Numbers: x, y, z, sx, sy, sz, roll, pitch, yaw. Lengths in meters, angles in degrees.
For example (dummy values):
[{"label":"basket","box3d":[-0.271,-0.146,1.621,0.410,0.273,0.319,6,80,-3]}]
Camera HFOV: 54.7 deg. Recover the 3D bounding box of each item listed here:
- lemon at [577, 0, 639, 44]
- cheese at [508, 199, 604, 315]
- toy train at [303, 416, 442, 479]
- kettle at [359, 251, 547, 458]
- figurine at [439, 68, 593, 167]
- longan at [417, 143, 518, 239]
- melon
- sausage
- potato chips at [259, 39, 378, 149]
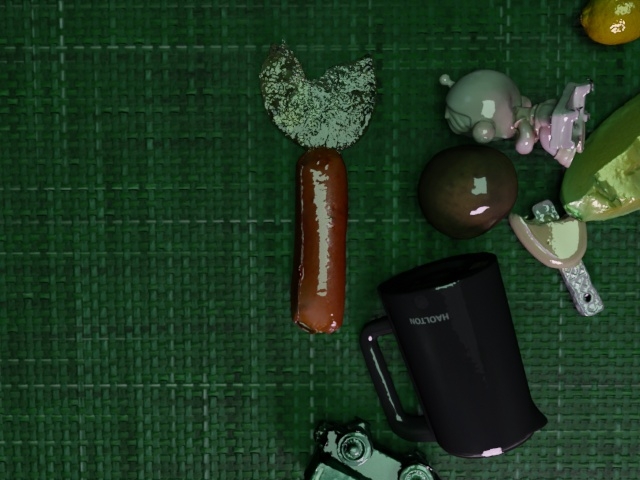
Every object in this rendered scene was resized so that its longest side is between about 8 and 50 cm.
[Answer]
[{"label":"lemon","box3d":[0.513,-0.394,1.067,0.133,0.109,0.109,-2,94,6]},{"label":"cheese","box3d":[0.443,0.031,1.123,0.127,0.050,0.235,-25,92,1]},{"label":"toy train","box3d":[0.097,0.431,1.120,0.269,0.115,0.154,27,88,-2]},{"label":"kettle","box3d":[0.214,0.204,1.065,0.262,0.203,0.308,-18,96,-1]},{"label":"figurine","box3d":[0.312,-0.216,1.039,0.257,0.144,0.182,16,61,26]},{"label":"longan","box3d":[0.250,-0.085,1.049,0.167,0.187,0.167,1,86,-14]},{"label":"melon","box3d":[0.555,-0.142,1.078,0.323,0.124,0.196,-30,92,7]},{"label":"sausage","box3d":[0.000,0.000,1.101,0.102,0.102,0.330,2,93,0]},{"label":"potato chips","box3d":[-0.006,-0.264,1.118,0.220,0.029,0.202,20,96,-3]}]
